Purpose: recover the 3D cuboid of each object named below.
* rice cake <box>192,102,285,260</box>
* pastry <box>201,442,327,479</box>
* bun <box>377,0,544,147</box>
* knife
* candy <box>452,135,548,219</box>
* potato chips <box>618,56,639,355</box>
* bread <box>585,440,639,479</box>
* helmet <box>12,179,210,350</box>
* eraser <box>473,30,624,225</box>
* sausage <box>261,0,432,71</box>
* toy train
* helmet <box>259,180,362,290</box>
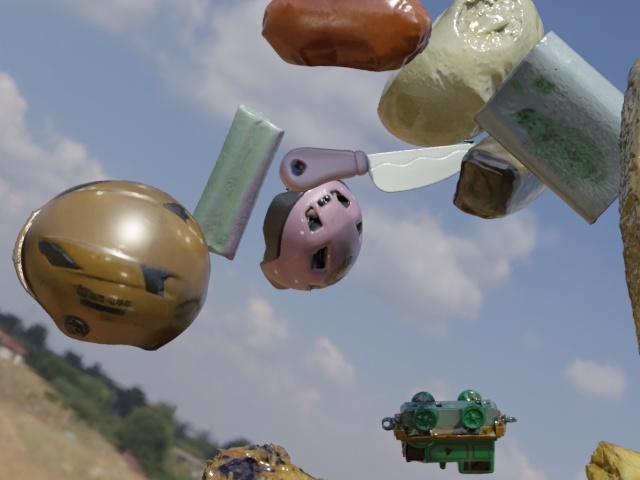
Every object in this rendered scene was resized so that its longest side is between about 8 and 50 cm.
[{"bbox_3d":[-0.121,-0.080,1.859,0.080,0.222,0.042,24,18,-1],"label":"rice cake"},{"bbox_3d":[-0.106,0.532,1.994,0.337,0.405,0.292,34,-5,3],"label":"pastry"},{"bbox_3d":[0.279,-0.305,2.446,0.202,0.364,0.364,45,-9,7],"label":"bun"},{"bbox_3d":[0.100,-0.116,2.105,0.335,0.081,0.043,-4,-12,-10],"label":"knife"},{"bbox_3d":[0.296,-0.114,2.026,0.102,0.234,0.104,27,-53,22],"label":"candy"},{"bbox_3d":[0.312,-0.037,1.208,0.080,0.407,0.057,18,-34,-17],"label":"potato chips"},{"bbox_3d":[0.496,0.378,1.989,0.211,0.083,0.114,23,25,-28],"label":"bread"},{"bbox_3d":[-0.222,0.011,1.476,0.224,0.198,0.130,25,-37,-13],"label":"helmet"},{"bbox_3d":[0.349,-0.155,1.836,0.227,0.174,0.081,42,30,4],"label":"eraser"},{"bbox_3d":[0.040,-0.323,1.969,0.258,0.133,0.133,6,-18,18],"label":"sausage"},{"bbox_3d":[0.218,0.328,2.215,0.227,0.136,0.091,-4,11,2],"label":"toy train"},{"bbox_3d":[0.000,0.000,2.337,0.154,0.198,0.253,28,-37,39],"label":"helmet"}]
